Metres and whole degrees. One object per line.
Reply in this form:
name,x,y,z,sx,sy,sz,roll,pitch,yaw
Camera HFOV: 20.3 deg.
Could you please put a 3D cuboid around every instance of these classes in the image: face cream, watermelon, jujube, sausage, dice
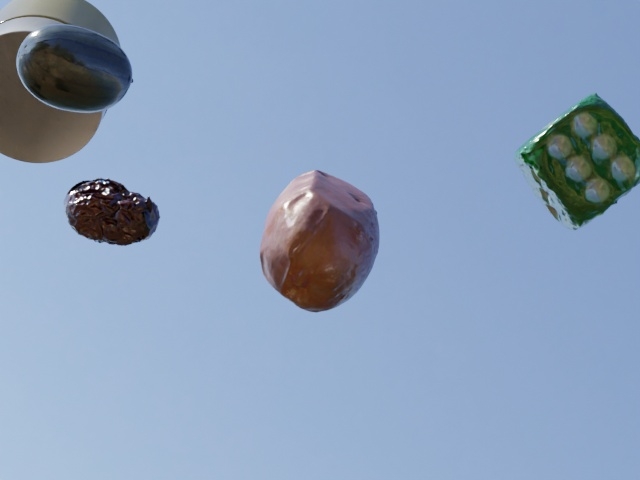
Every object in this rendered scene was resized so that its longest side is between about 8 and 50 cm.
face cream,-0.423,-0.252,2.725,0.218,0.179,0.218,2,-62,3
watermelon,-0.220,-0.154,1.614,0.111,0.078,0.078,15,-19,-22
jujube,-0.329,-0.037,2.810,0.166,0.104,0.104,20,-23,32
sausage,0.001,-0.001,2.343,0.153,0.141,0.268,29,15,-4
dice,0.325,-0.096,2.200,0.128,0.131,0.120,53,-4,1
